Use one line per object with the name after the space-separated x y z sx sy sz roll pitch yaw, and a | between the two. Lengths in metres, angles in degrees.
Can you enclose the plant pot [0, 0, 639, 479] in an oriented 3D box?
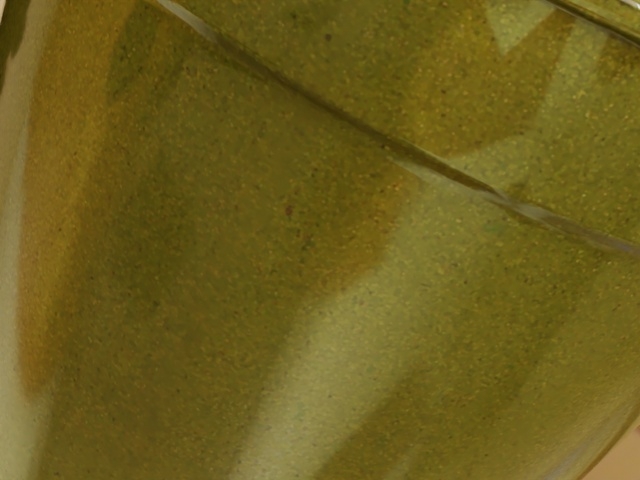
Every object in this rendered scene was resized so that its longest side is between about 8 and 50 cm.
0.000 0.000 0.627 0.366 0.366 0.353 42 -64 32 | plant pot
